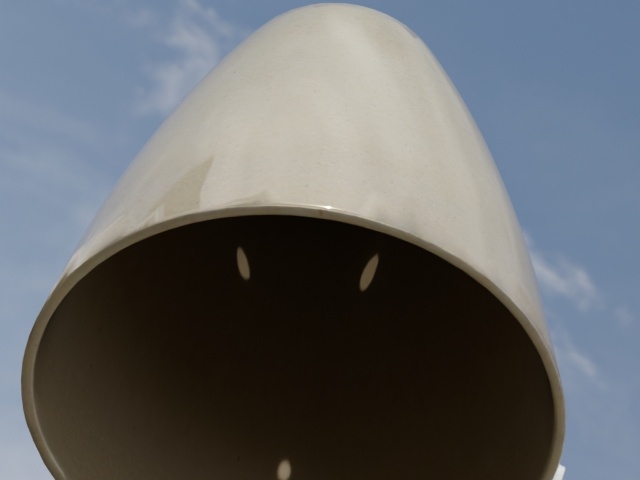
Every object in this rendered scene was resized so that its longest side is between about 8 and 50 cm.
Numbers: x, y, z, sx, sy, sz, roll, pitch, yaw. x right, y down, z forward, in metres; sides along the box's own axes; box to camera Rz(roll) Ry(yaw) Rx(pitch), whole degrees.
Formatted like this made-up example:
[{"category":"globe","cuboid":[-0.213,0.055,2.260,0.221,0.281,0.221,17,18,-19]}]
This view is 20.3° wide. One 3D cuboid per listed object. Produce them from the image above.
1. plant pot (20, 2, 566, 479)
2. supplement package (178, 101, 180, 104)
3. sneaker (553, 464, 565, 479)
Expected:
[{"category":"plant pot","cuboid":[0.000,0.000,0.942,0.256,0.274,0.256,4,-51,5]},{"category":"supplement package","cuboid":[-0.064,-0.010,1.804,0.203,0.149,0.194,14,-27,3]},{"category":"sneaker","cuboid":[0.159,0.365,2.067,0.150,0.135,0.366,25,-58,9]}]
